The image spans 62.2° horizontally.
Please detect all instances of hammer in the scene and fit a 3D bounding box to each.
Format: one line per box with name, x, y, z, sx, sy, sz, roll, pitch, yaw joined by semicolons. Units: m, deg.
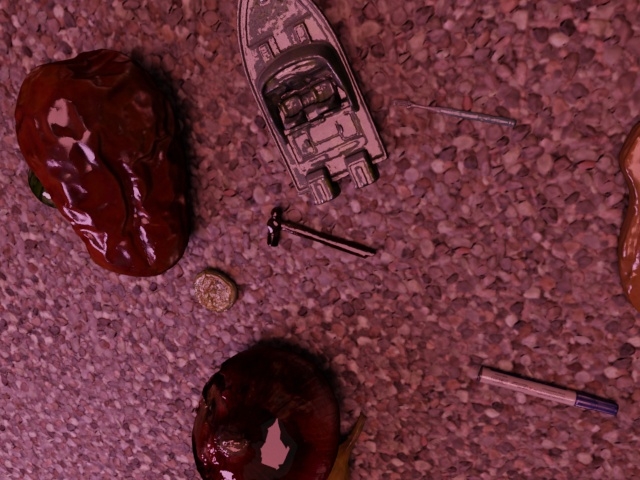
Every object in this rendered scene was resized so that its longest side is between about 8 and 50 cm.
hammer;0.000;0.000;0.830;0.178;0.021;0.065;17;114;7

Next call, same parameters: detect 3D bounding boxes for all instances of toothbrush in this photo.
toothbrush;0.178;-0.173;0.714;0.167;0.014;0.011;14;104;11

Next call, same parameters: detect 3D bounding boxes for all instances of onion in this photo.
onion;-0.112;0.303;0.849;0.272;0.195;0.272;-8;71;24

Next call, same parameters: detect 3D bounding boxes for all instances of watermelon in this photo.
watermelon;-0.429;-0.097;0.876;0.109;0.109;0.109;5;111;15

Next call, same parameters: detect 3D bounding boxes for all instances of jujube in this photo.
jujube;-0.308;-0.097;0.792;0.216;0.216;0.342;0;123;16

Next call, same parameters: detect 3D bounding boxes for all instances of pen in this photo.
pen;0.343;0.229;0.808;0.204;0.025;0.025;12;112;11

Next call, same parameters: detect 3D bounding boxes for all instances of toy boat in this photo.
toy boat;-0.024;-0.211;0.717;0.141;0.092;0.319;-21;101;20

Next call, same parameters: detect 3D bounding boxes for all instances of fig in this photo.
fig;0.000;0.405;0.927;0.159;0.159;0.257;36;94;1

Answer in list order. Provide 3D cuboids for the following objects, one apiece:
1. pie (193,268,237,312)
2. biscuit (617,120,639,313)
pie;-0.183;0.087;0.913;0.084;0.021;0.084;5;114;12
biscuit;0.570;-0.021;0.629;0.385;0.062;0.365;-6;107;18
